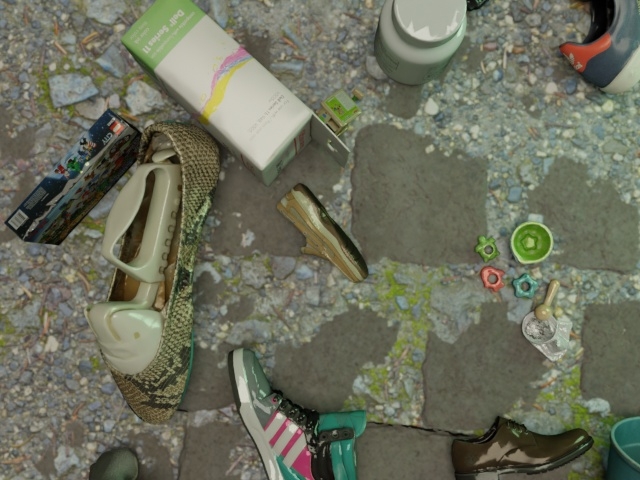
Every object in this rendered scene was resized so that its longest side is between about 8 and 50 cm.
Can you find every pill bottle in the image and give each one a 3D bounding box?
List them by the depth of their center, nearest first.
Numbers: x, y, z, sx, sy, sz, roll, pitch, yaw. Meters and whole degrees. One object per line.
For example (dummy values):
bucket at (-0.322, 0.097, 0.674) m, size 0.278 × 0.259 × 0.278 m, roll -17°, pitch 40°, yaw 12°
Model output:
pill bottle at (0.153, -0.324, 1.291) m, size 0.131 × 0.229 × 0.131 m, roll 0°, pitch 88°, yaw 0°

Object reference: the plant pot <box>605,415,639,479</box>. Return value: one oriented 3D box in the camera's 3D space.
plant pot at (0.547, 0.438, 1.264) m, size 0.272 × 0.271 × 0.255 m, roll 8°, pitch 103°, yaw 1°

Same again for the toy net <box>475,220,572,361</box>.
toy net at (0.336, 0.090, 1.370) m, size 0.122 × 0.045 × 0.232 m, roll -17°, pitch 89°, yaw 0°

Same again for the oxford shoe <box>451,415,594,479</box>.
oxford shoe at (0.320, 0.323, 1.347) m, size 0.227 × 0.083 × 0.096 m, roll -11°, pitch 84°, yaw -1°

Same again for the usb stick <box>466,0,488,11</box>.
usb stick at (0.322, -0.493, 1.387) m, size 0.077 × 0.045 × 0.278 m, roll 45°, pitch 89°, yaw -5°

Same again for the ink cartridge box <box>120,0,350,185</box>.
ink cartridge box at (-0.123, -0.203, 1.301) m, size 0.353 × 0.207 × 0.119 m, roll 42°, pitch 87°, yaw 2°

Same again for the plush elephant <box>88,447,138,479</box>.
plush elephant at (-0.326, 0.520, 1.269) m, size 0.272 × 0.330 × 0.255 m, roll -31°, pitch 114°, yaw -17°

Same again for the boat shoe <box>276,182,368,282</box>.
boat shoe at (0.000, 0.000, 1.373) m, size 0.072 × 0.068 × 0.190 m, roll -39°, pitch 79°, yaw 12°

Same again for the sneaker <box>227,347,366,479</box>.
sneaker at (-0.019, 0.283, 1.328) m, size 0.178 × 0.124 × 0.295 m, roll -22°, pitch 94°, yaw 4°

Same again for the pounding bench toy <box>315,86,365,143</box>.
pounding bench toy at (0.032, -0.208, 1.377) m, size 0.052 × 0.065 × 0.083 m, roll 48°, pitch 58°, yaw 2°

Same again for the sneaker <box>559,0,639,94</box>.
sneaker at (0.504, -0.413, 1.339) m, size 0.148 × 0.131 × 0.350 m, roll 30°, pitch 89°, yaw -3°

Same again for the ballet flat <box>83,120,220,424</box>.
ballet flat at (-0.274, 0.047, 1.308) m, size 0.164 × 0.182 × 0.482 m, roll 10°, pitch 89°, yaw 28°

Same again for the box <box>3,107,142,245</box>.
box at (-0.372, -0.094, 1.325) m, size 0.044 × 0.159 × 0.233 m, roll 42°, pitch 89°, yaw 3°
